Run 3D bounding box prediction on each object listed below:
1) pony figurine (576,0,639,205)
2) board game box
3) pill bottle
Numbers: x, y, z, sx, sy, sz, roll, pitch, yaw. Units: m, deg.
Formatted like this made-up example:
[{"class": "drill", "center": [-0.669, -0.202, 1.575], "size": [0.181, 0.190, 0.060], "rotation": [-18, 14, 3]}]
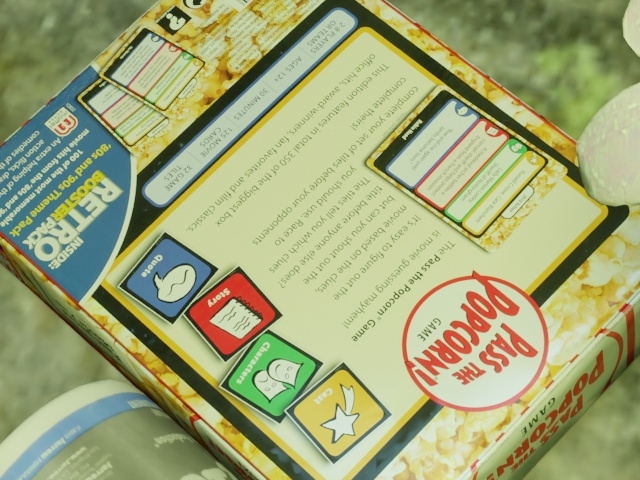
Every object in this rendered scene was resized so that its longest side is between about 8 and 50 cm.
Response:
[{"class": "pony figurine", "center": [0.243, 0.085, 0.349], "size": [0.351, 0.363, 0.303], "rotation": [-2, 101, -5]}, {"class": "board game box", "center": [0.000, 0.000, 0.600], "size": [0.147, 0.045, 0.193], "rotation": [-44, 65, -13]}, {"class": "pill bottle", "center": [-0.035, 0.109, 0.535], "size": [0.137, 0.078, 0.078], "rotation": [40, 76, 24]}]
